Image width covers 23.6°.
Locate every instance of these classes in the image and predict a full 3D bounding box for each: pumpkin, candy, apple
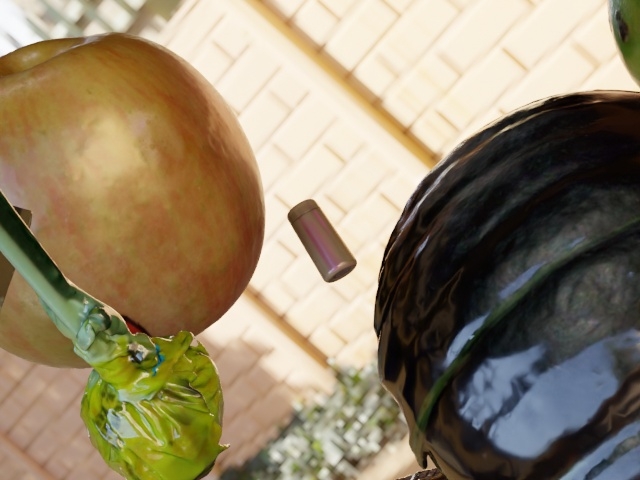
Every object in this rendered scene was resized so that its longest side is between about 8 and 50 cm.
[{"bbox_3d":[0.185,0.044,0.711,0.296,0.296,0.296,-49,5,5],"label":"pumpkin"},{"bbox_3d":[-0.111,0.032,0.700,0.073,0.262,0.077,-32,45,-3],"label":"candy"},{"bbox_3d":[-0.265,-0.055,1.713,0.392,0.346,0.391,-13,26,6],"label":"apple"}]

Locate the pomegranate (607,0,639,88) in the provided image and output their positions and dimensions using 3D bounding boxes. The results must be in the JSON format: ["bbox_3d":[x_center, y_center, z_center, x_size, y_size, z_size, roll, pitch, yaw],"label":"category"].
[{"bbox_3d":[0.344,-0.166,1.150,0.231,0.286,0.230,-16,54,23],"label":"pomegranate"}]

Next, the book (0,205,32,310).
[{"bbox_3d":[-0.279,0.030,1.020,0.198,0.139,0.016,-84,11,-49],"label":"book"}]

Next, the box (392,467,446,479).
[{"bbox_3d":[0.031,0.327,1.561,0.310,0.084,0.198,-19,9,24],"label":"box"}]

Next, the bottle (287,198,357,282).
[{"bbox_3d":[0.000,0.000,1.769,0.045,0.096,0.045,-31,-16,-10],"label":"bottle"}]
